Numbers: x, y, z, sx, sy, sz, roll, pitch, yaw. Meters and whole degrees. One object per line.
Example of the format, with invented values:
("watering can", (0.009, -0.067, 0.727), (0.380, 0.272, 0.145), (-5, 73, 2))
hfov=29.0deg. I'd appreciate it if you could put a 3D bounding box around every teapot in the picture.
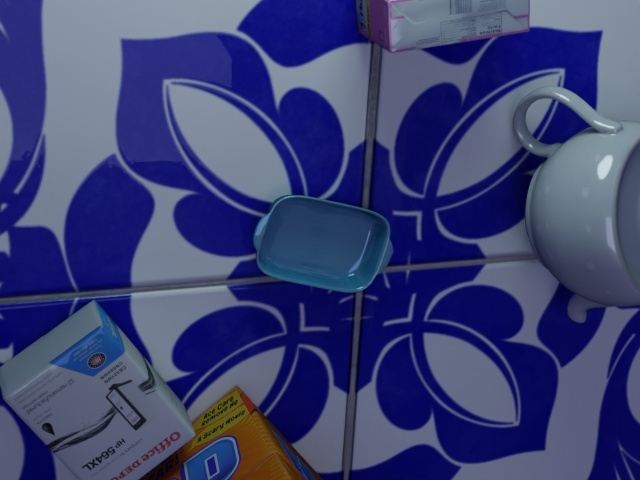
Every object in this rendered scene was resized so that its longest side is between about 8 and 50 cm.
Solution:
("teapot", (0.348, -0.039, 1.596), (0.252, 0.187, 0.256), (23, 76, -45))

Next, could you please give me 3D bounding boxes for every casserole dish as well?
("casserole dish", (0.000, 0.000, 1.560), (0.188, 0.037, 0.114), (12, 107, -23))

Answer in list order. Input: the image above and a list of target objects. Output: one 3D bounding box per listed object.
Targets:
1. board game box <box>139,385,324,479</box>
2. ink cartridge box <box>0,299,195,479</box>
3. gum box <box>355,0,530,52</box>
("board game box", (-0.092, 0.481, 1.541), (0.356, 0.356, 0.356), (-39, 119, -1))
("ink cartridge box", (-0.271, 0.199, 1.514), (0.148, 0.086, 0.203), (-37, 118, -3))
("gum box", (0.148, -0.275, 1.460), (0.188, 0.107, 0.062), (-11, 115, -16))
